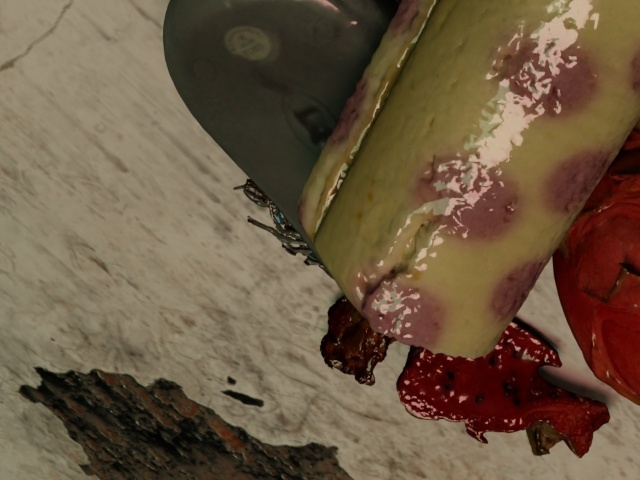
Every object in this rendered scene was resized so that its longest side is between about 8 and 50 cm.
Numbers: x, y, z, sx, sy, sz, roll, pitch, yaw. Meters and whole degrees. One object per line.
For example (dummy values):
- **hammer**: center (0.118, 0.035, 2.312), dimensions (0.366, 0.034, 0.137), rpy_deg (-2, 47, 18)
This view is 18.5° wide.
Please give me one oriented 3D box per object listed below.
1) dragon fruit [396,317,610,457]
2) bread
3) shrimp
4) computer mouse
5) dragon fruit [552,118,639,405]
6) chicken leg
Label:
- **dragon fruit**: center (0.172, 0.126, 1.781), dimensions (0.192, 0.122, 0.092), rpy_deg (20, 178, 3)
- **bread**: center (0.127, -0.096, 1.387), dimensions (0.155, 0.187, 0.338), rpy_deg (13, 118, -29)
- **shrimp**: center (-0.001, 0.003, 1.708), dimensions (0.174, 0.082, 0.076), rpy_deg (42, 141, 1)
- **computer mouse**: center (0.020, -0.105, 1.563), dimensions (0.188, 0.122, 0.371), rpy_deg (-14, 129, 28)
- **dragon fruit**: center (0.287, 0.013, 1.461), dimensions (0.241, 0.241, 0.252), rpy_deg (-28, 104, 43)
- **chicken leg**: center (0.065, 0.072, 1.757), dimensions (0.053, 0.093, 0.205), rpy_deg (9, 151, -29)
